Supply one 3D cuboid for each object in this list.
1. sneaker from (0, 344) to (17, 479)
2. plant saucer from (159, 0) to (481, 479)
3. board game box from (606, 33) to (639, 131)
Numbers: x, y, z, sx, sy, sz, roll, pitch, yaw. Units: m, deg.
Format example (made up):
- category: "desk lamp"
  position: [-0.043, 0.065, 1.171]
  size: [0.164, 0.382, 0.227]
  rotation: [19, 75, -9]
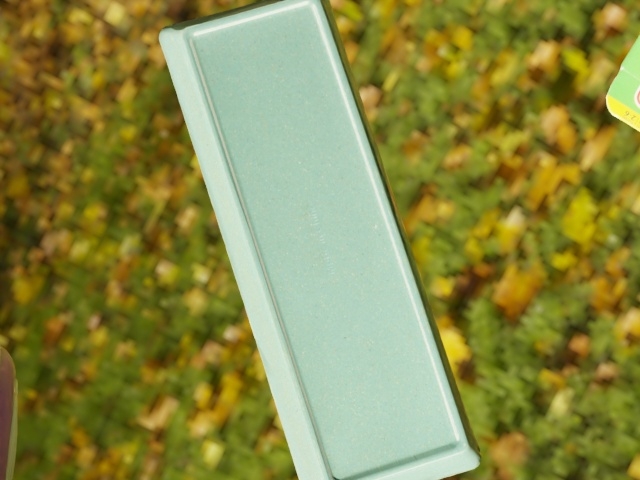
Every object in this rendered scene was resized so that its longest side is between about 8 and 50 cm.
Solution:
- category: "sneaker"
  position: [-0.192, 0.135, 0.666]
  size: [0.305, 0.152, 0.114]
  rotation: [-92, 16, -56]
- category: "plant saucer"
  position: [0.000, 0.000, 0.713]
  size: [0.018, 0.067, 0.192]
  rotation: [118, 134, -76]
- category: "board game box"
  position: [0.261, -0.149, 1.003]
  size: [0.259, 0.124, 0.039]
  rotation: [-60, -24, 13]
